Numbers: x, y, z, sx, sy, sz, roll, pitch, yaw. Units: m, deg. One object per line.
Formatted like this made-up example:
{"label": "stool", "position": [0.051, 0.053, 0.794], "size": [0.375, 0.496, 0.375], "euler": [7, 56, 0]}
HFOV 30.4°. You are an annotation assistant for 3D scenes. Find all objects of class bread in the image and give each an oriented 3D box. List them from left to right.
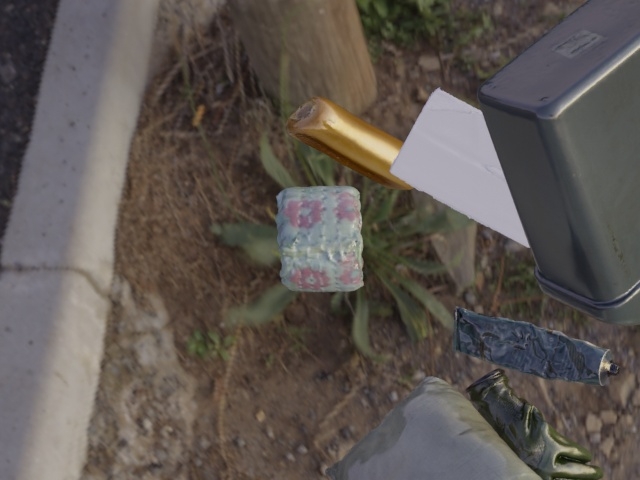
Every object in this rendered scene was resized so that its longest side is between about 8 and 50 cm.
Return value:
{"label": "bread", "position": [0.056, -0.153, 1.838], "size": [0.092, 0.239, 0.074], "euler": [10, 76, 55]}

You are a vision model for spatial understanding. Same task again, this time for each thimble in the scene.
{"label": "thimble", "position": [0.000, 0.000, 2.050], "size": [0.149, 0.211, 0.185], "euler": [-1, 100, 3]}

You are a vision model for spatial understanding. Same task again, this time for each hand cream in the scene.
{"label": "hand cream", "position": [0.300, 0.155, 1.669], "size": [0.248, 0.052, 0.075], "euler": [13, 99, 24]}

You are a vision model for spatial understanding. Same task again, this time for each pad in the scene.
{"label": "pad", "position": [0.224, -0.095, 1.606], "size": [0.232, 0.156, 0.004], "euler": [29, 35, 1]}

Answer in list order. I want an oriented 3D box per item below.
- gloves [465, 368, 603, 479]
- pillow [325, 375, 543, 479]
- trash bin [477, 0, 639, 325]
{"label": "gloves", "position": [0.327, 0.318, 1.818], "size": [0.268, 0.135, 0.107], "euler": [46, 56, 5]}
{"label": "pillow", "position": [0.093, 0.197, 0.916], "size": [0.134, 0.078, 0.181], "euler": [-51, 39, 5]}
{"label": "trash bin", "position": [0.229, -0.053, 0.891], "size": [0.177, 0.236, 0.101], "euler": [-37, 33, -15]}
